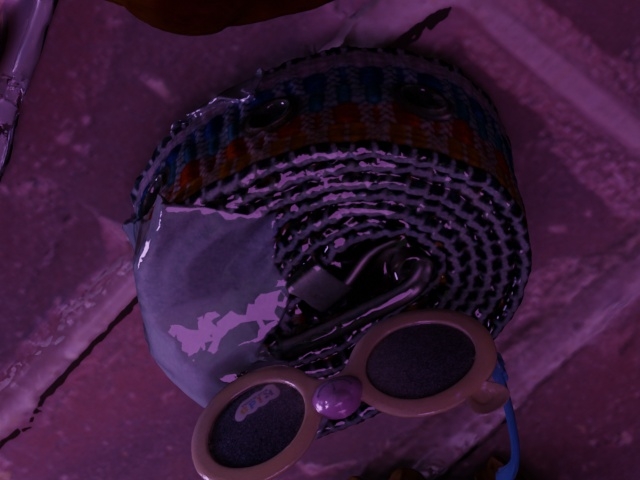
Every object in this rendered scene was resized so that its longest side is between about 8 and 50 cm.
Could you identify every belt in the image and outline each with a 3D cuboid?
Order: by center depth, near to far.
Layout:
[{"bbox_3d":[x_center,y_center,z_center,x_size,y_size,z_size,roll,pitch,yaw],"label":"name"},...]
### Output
[{"bbox_3d":[0.000,0.000,1.159,0.257,0.150,0.207,-26,122,16],"label":"belt"}]

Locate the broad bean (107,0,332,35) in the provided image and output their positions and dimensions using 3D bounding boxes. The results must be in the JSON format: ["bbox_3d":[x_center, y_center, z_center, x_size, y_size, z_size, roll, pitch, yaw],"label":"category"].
[{"bbox_3d":[-0.036,-0.195,1.062,0.228,0.122,0.156,-10,146,16],"label":"broad bean"}]

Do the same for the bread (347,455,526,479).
[{"bbox_3d":[0.142,0.300,1.272,0.167,0.277,0.324,-38,109,17],"label":"bread"}]

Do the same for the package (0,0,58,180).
[{"bbox_3d":[-0.266,-0.116,1.173,0.173,0.027,0.171,16,121,-11],"label":"package"}]

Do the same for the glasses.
[{"bbox_3d":[0.030,0.120,1.151,0.189,0.088,0.220,-22,158,4],"label":"glasses"}]
